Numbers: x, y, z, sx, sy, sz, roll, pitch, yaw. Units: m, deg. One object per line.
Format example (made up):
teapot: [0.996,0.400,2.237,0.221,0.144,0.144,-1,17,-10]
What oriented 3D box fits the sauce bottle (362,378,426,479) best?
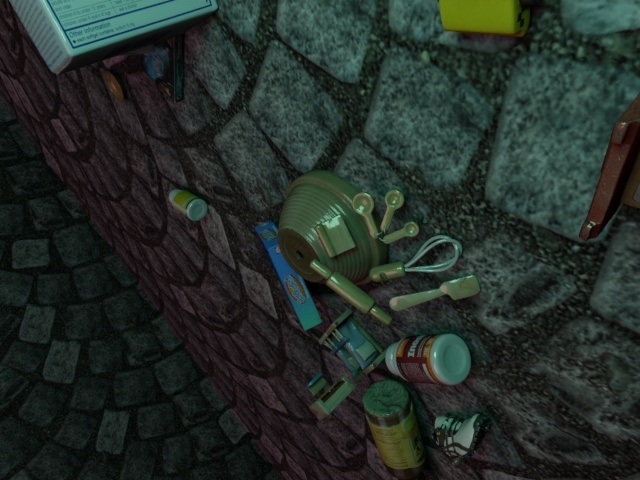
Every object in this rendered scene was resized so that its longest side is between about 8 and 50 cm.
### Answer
sauce bottle: [0.187,0.479,1.066,0.111,0.111,0.344,17,135,45]

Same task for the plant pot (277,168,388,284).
plant pot: [0.000,0.000,0.831,0.237,0.110,0.237,33,145,28]

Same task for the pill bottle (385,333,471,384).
pill bottle: [0.187,0.214,0.816,0.086,0.086,0.152,56,149,-5]

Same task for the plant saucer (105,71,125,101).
plant saucer: [-0.559,-0.424,1.242,0.083,0.015,0.083,35,145,29]

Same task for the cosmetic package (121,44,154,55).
cosmetic package: [-0.399,-0.469,0.842,0.085,0.117,0.231,25,126,40]

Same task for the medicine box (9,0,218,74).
medicine box: [-0.352,-0.449,0.695,0.149,0.263,0.289,7,127,50]

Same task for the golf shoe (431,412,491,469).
golf shoe: [0.267,0.380,0.889,0.094,0.077,0.198,36,144,26]

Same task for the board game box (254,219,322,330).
board game box: [-0.073,0.074,1.006,0.210,0.047,0.160,67,171,-23]

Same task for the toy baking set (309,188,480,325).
toy baking set: [0.105,0.037,0.704,0.256,0.030,0.197,41,115,5]

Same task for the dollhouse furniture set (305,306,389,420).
dollhouse furniture set: [0.034,0.263,0.976,0.129,0.184,0.129,45,148,13]

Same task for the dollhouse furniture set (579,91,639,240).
dollhouse furniture set: [0.284,-0.129,0.210,0.201,0.152,0.374,28,153,36]

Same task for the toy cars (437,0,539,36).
toy cars: [0.174,-0.306,0.304,0.176,0.087,0.393,50,149,4]

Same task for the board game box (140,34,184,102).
board game box: [-0.336,-0.400,0.955,0.126,0.026,0.186,46,149,12]

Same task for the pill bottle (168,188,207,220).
pill bottle: [-0.375,-0.104,1.271,0.116,0.065,0.065,29,142,34]
